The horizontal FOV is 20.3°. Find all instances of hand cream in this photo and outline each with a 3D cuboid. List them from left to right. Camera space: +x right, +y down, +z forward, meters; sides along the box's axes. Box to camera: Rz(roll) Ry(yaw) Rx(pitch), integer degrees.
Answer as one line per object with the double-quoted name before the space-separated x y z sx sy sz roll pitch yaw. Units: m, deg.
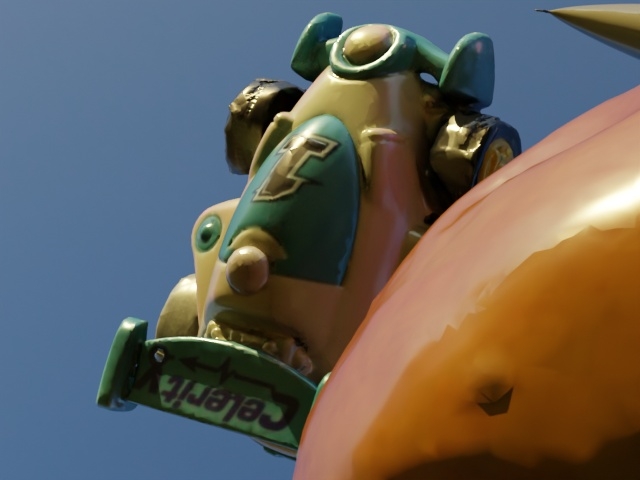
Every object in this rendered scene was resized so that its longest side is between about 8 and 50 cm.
"hand cream" 0.211 -0.102 0.946 0.186 0.087 0.054 21 -76 41

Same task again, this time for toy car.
"toy car" 0.000 0.000 0.605 0.126 0.098 0.161 14 -86 29

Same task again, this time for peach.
"peach" 0.157 0.120 0.386 0.343 0.301 0.343 -8 -111 20
